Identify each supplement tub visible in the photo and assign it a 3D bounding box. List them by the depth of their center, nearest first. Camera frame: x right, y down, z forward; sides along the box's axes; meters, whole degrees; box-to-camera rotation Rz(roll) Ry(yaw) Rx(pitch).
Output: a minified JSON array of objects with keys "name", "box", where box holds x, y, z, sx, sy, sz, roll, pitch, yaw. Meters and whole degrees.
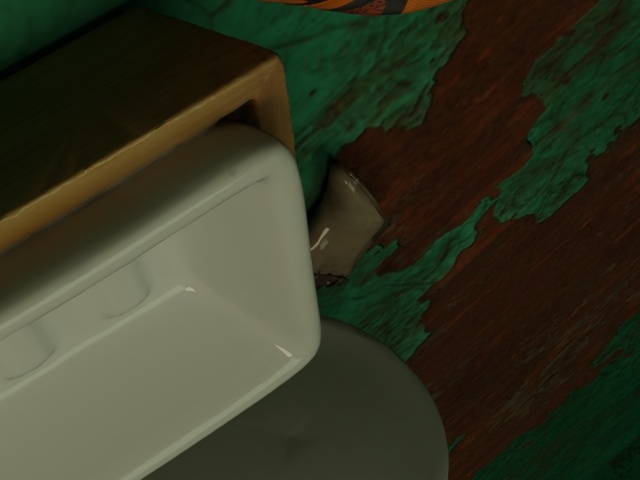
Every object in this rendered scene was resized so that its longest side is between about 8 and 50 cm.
[{"name":"supplement tub","box":[-0.039,0.215,0.806,0.228,0.228,0.316,-25,150,-28]}]

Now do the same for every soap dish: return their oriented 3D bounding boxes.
[{"name":"soap dish","box":[-0.141,0.041,0.527,0.290,0.118,0.229,-33,153,-14]}]

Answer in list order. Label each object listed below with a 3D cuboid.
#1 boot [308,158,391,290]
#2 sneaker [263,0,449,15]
[{"name":"boot","box":[0.000,0.000,0.735,0.087,0.042,0.118,-38,154,2]},{"name":"sneaker","box":[0.079,-0.214,0.441,0.321,0.125,0.180,-39,160,22]}]
